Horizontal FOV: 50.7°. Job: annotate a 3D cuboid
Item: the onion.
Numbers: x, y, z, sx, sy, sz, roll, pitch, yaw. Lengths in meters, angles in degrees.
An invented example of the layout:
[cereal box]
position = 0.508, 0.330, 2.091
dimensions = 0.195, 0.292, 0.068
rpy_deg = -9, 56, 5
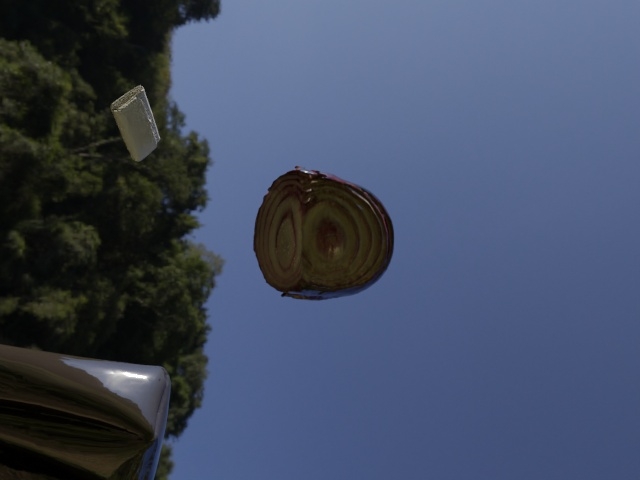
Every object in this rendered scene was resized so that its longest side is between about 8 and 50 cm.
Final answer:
[onion]
position = 0.004, 0.001, 1.174
dimensions = 0.206, 0.207, 0.216
rpy_deg = -11, -108, 62

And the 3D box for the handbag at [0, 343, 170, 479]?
[handbag]
position = -0.290, 0.219, 0.629
dimensions = 0.113, 0.257, 0.285
rpy_deg = -94, -156, -59

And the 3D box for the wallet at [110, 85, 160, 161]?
[wallet]
position = -0.282, -0.178, 1.045
dimensions = 0.025, 0.061, 0.122
rpy_deg = 32, -25, 18
